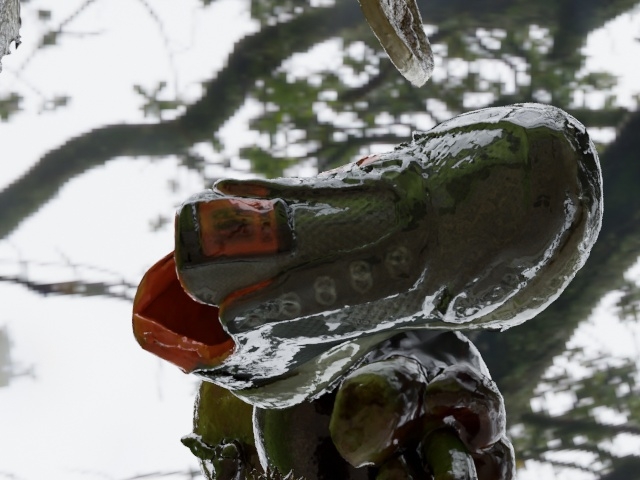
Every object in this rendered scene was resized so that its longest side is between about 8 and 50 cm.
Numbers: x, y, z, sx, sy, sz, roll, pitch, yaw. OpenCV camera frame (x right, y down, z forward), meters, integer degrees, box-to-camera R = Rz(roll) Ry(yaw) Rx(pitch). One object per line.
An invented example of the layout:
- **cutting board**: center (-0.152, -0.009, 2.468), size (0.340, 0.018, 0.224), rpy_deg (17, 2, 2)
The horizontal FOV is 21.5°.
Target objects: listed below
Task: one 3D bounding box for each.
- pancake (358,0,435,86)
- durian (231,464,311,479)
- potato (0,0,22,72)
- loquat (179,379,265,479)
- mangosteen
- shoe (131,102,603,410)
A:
- **pancake**: center (0.068, -0.211, 1.558), size (0.025, 0.151, 0.152), rpy_deg (-26, -104, 19)
- **durian**: center (-0.062, 0.224, 1.037), size (0.137, 0.158, 0.168), rpy_deg (41, -54, 38)
- **potato**: center (-0.308, -0.202, 1.443), size (0.089, 0.172, 0.101), rpy_deg (2, -69, -2)
- **loquat**: center (-0.015, 0.178, 1.560), size (0.244, 0.244, 0.244), rpy_deg (4, -84, 41)
- **mangosteen**: center (0.054, 0.136, 1.205), size (0.230, 0.194, 0.194), rpy_deg (179, -93, -65)
- **shoe**: center (0.000, 0.000, 0.987), size (0.336, 0.171, 0.132), rpy_deg (-29, -121, 43)
